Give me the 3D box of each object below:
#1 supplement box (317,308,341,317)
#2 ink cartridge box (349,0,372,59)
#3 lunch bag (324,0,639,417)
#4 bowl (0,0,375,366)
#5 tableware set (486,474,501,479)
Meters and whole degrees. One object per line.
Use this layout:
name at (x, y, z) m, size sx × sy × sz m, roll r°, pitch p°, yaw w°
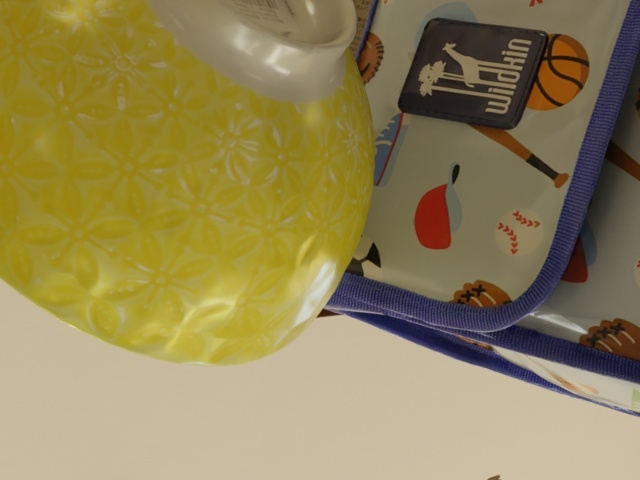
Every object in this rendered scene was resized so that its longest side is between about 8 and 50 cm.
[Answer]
supplement box at (0.000, 0.000, 1.546) m, size 0.191 × 0.194 × 0.129 m, roll -18°, pitch -82°, yaw -57°
ink cartridge box at (0.013, -0.123, 1.315) m, size 0.234 × 0.088 × 0.193 m, roll 10°, pitch -84°, yaw -23°
lunch bag at (0.201, -0.056, 1.025) m, size 0.385 × 0.239 × 0.328 m, roll 18°, pitch -100°, yaw 3°
bowl at (-0.069, -0.093, 0.848) m, size 0.289 × 0.289 × 0.156 m, roll 9°, pitch -43°, yaw -41°
tableware set at (0.217, 0.344, 1.742) m, size 0.020 × 0.141 × 0.169 m, roll 36°, pitch -129°, yaw -65°
